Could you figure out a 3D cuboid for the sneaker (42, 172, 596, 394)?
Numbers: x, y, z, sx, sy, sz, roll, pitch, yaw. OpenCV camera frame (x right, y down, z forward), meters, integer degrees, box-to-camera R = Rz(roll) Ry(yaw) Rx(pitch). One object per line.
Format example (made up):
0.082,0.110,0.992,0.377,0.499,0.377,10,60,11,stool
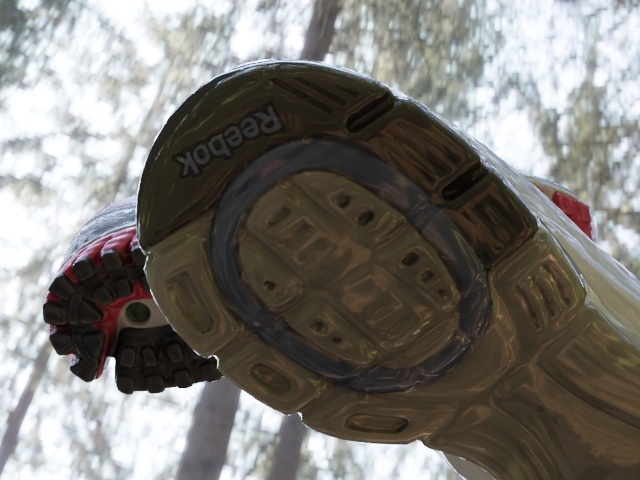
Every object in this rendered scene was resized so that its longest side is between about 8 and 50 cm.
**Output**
0.000,0.000,0.897,0.299,0.112,0.121,-4,-61,6,sneaker

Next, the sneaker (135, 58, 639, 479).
0.075,0.042,0.494,0.111,0.129,0.297,-42,-74,12,sneaker
